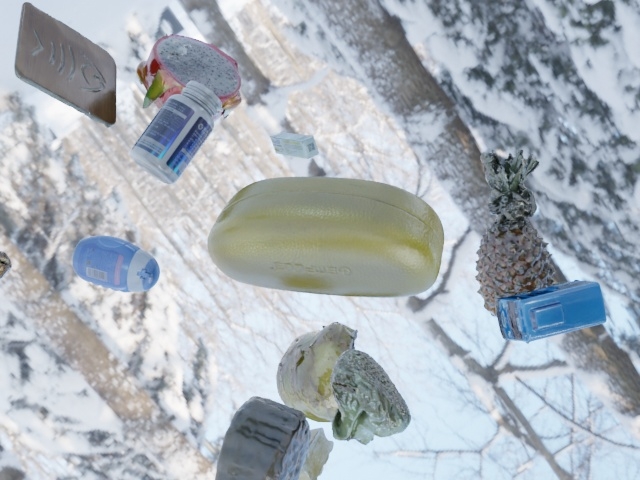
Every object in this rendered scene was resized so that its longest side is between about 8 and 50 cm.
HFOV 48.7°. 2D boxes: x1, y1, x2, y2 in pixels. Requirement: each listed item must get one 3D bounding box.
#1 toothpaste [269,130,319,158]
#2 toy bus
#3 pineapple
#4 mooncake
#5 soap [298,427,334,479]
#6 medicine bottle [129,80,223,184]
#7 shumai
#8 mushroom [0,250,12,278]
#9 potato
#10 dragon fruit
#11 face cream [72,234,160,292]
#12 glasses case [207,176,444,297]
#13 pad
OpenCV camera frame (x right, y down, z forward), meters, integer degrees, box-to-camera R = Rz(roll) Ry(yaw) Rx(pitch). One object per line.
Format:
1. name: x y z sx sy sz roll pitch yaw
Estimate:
1. toothpaste: -0.059 -0.210 1.550 0.034 0.046 0.164 -28 -158 -21
2. toy bus: 0.441 0.135 1.356 0.184 0.090 0.106 -12 -178 -12
3. pineapple: 0.396 -0.013 1.490 0.174 0.362 0.175 -13 -168 3
4. mooncake: -0.100 0.405 1.281 0.124 0.228 0.228 11 -146 12
5. soap: -0.108 0.640 2.033 0.274 0.089 0.173 -25 -163 33
6. medicine bottle: -0.278 -0.213 1.383 0.192 0.107 0.107 -57 -158 -12
7. shumai: 0.068 0.305 1.337 0.142 0.184 0.184 -46 -165 12
8. mushroom: -0.627 0.051 1.274 0.187 0.060 0.062 -14 124 -78
9. potato: -0.014 0.327 1.762 0.300 0.196 0.247 94 4 -61
10. dragon fruit: -0.370 -0.429 1.976 0.189 0.290 0.291 -48 -174 40
11. face cream: -0.574 0.070 2.009 0.263 0.149 0.083 14 -175 18
12. glasses case: 0.000 0.000 1.093 0.370 0.173 0.141 3 -140 17
13. pad: -0.638 -0.447 1.801 0.018 0.284 0.287 -32 -130 28
